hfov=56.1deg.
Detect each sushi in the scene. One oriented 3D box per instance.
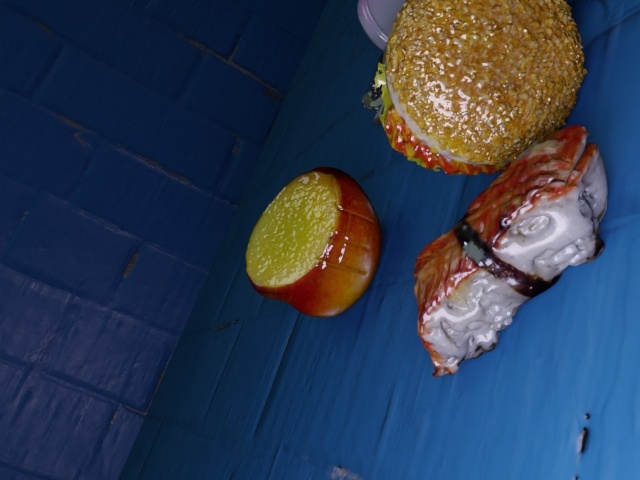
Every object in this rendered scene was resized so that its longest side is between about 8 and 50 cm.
[{"bbox_3d":[0.217,0.021,0.713,0.332,0.130,0.124,-48,17,24],"label":"sushi"}]

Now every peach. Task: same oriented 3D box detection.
[{"bbox_3d":[0.000,0.000,1.141,0.274,0.249,0.245,-66,-22,7],"label":"peach"}]

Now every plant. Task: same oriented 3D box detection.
[{"bbox_3d":[0.178,-0.346,1.317,0.203,0.131,0.142,-42,30,51],"label":"plant"}]

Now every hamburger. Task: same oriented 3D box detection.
[{"bbox_3d":[0.218,-0.232,0.825,0.179,0.276,0.294,-127,52,-78],"label":"hamburger"}]

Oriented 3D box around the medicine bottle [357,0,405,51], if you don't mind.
[{"bbox_3d":[0.248,-0.580,1.329,0.325,0.212,0.212,-40,28,52],"label":"medicine bottle"}]
